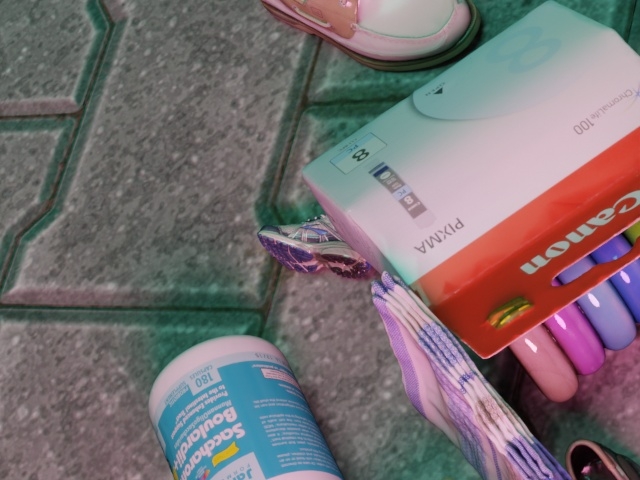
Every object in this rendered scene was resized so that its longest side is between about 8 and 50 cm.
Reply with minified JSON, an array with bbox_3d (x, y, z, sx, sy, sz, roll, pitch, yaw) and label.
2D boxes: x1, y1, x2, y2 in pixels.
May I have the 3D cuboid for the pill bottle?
[{"bbox_3d":[-0.056,0.224,1.832,0.146,0.146,0.264,-35,49,8],"label":"pill bottle"}]

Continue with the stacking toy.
[{"bbox_3d":[0.301,-0.003,1.773,0.330,0.141,0.141,-37,49,2],"label":"stacking toy"}]

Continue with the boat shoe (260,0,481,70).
[{"bbox_3d":[0.030,-0.265,2.117,0.302,0.103,0.113,18,72,38],"label":"boat shoe"}]

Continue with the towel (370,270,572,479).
[{"bbox_3d":[0.141,0.172,1.704,0.034,0.209,0.285,-32,49,-9],"label":"towel"}]

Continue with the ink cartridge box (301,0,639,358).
[{"bbox_3d":[0.180,-0.068,1.788,0.308,0.091,0.385,-34,24,-6],"label":"ink cartridge box"}]

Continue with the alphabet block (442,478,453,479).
[{"bbox_3d":[0.126,0.350,1.614,0.193,0.192,0.197,-43,48,-1],"label":"alphabet block"}]

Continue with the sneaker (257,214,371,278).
[{"bbox_3d":[0.000,0.000,2.011,0.135,0.052,0.058,12,58,28],"label":"sneaker"}]

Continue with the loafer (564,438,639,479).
[{"bbox_3d":[0.270,0.278,1.638,0.096,0.084,0.267,-34,49,8],"label":"loafer"}]
